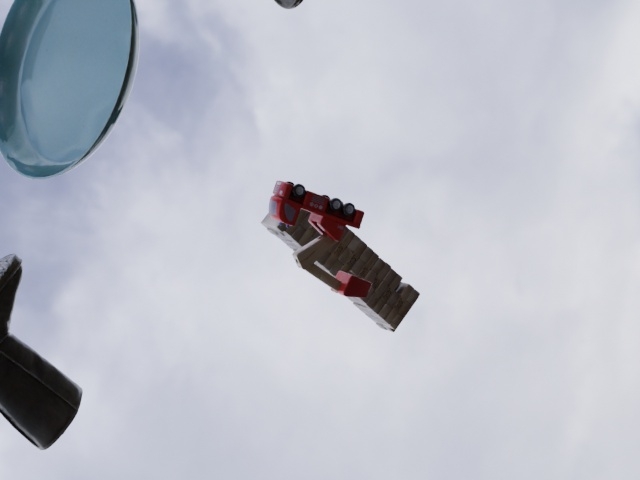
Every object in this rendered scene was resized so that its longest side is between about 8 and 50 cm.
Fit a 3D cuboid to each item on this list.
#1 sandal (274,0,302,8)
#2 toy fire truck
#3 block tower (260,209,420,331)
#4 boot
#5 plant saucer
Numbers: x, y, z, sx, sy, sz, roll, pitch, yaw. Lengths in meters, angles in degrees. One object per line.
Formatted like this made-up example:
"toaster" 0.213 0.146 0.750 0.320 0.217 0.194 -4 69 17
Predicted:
"sandal" -0.047 -0.465 1.497 0.060 0.090 0.219 -31 -24 -40
"toy fire truck" 0.000 0.000 1.416 0.192 0.047 0.135 19 -90 -26
"block tower" 0.047 0.040 1.820 0.335 0.091 0.097 40 -102 -21
"boot" -0.389 0.148 1.260 0.208 0.076 0.190 43 -117 -30
"plant saucer" -0.338 -0.234 1.271 0.043 0.317 0.317 12 -93 -49
